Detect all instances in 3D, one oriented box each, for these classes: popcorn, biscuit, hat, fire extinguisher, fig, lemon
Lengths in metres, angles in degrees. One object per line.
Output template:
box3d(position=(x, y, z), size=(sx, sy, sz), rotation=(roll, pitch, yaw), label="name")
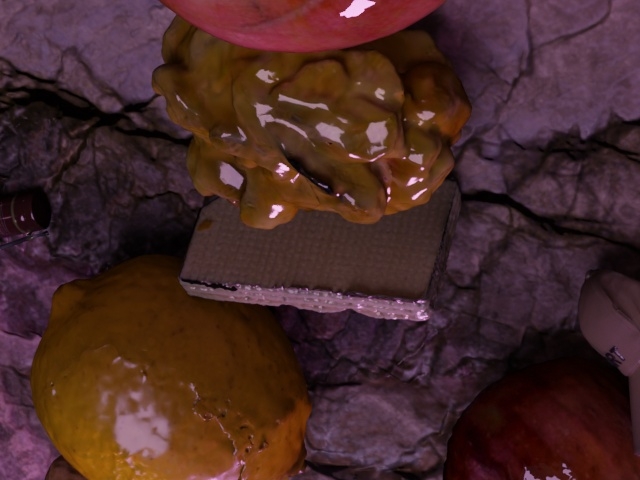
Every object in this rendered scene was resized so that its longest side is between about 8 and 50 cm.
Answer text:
box3d(position=(-0.012, -0.121, 1.781), size=(0.286, 0.215, 0.252), rotation=(26, 159, 3), label="popcorn")
box3d(position=(0.000, 0.000, 1.892), size=(0.252, 0.150, 0.052), rotation=(5, 148, 15), label="biscuit")
box3d(position=(0.281, 0.112, 1.832), size=(0.085, 0.147, 0.175), rotation=(0, 83, 8), label="hat")
box3d(position=(-0.356, -0.018, 2.073), size=(0.158, 0.043, 0.064), rotation=(-11, 105, 26), label="fire extinguisher")
box3d(position=(0.243, 0.238, 1.934), size=(0.263, 0.224, 0.224), rotation=(36, 127, -11), label="fig")
box3d(position=(-0.148, 0.151, 1.985), size=(0.310, 0.253, 0.253), rotation=(37, 127, -10), label="lemon")

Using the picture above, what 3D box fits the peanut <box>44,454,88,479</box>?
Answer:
box3d(position=(-0.242, 0.318, 2.232), size=(0.089, 0.089, 0.193), rotation=(-29, 110, 33), label="peanut")

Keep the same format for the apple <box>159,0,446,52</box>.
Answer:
box3d(position=(-0.005, -0.333, 1.563), size=(0.363, 0.364, 0.364), rotation=(9, 125, 14), label="apple")
